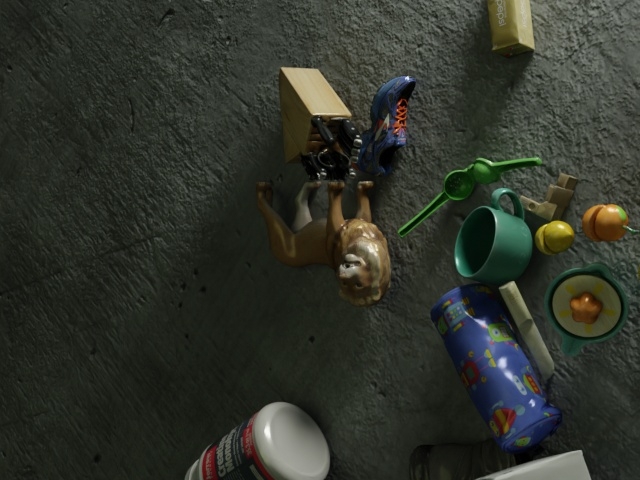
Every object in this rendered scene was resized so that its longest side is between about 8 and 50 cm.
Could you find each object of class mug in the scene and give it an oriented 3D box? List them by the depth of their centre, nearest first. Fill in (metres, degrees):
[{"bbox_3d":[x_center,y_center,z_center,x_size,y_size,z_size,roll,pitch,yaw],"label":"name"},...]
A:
[{"bbox_3d":[0.317,0.005,1.802,0.158,0.097,0.129,-57,28,35],"label":"mug"}]

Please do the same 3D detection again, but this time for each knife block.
[{"bbox_3d":[0.004,-0.245,2.049,0.242,0.088,0.275,153,114,-65],"label":"knife block"}]

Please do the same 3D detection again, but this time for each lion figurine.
[{"bbox_3d":[0.000,0.000,2.085,0.392,0.142,0.240,6,98,54],"label":"lion figurine"}]

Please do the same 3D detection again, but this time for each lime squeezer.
[{"bbox_3d":[0.271,-0.106,1.865,0.310,0.110,0.059,-28,95,34],"label":"lime squeezer"}]

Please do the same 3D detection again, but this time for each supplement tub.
[{"bbox_3d":[-0.131,0.468,2.096,0.272,0.191,0.191,-39,63,31],"label":"supplement tub"}]

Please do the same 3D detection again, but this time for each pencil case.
[{"bbox_3d":[0.308,0.220,1.782,0.306,0.133,0.119,64,149,31],"label":"pencil case"}]

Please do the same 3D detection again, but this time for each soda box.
[{"bbox_3d":[0.340,-0.428,1.862,0.058,0.061,0.181,-12,79,38],"label":"soda box"}]

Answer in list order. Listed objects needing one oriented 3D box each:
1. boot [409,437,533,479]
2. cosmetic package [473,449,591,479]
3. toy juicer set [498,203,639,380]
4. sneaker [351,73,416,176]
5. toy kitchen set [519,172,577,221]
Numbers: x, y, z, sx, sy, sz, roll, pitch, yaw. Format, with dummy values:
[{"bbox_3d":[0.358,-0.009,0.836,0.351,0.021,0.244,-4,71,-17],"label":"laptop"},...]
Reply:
[{"bbox_3d":[0.282,0.511,1.799,0.223,0.118,0.338,-13,83,32],"label":"boot"},{"bbox_3d":[0.377,0.534,1.602,0.156,0.217,0.385,-15,79,-5],"label":"cosmetic package"},{"bbox_3d":[0.409,0.079,1.690,0.209,0.089,0.329,45,119,1],"label":"toy juicer set"},{"bbox_3d":[0.140,-0.222,2.012,0.087,0.083,0.221,36,118,29],"label":"sneaker"},{"bbox_3d":[0.387,-0.085,1.788,0.075,0.068,0.083,31,105,38],"label":"toy kitchen set"}]
